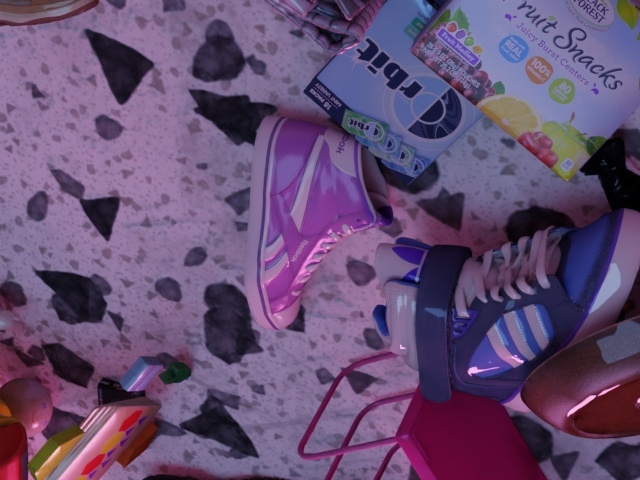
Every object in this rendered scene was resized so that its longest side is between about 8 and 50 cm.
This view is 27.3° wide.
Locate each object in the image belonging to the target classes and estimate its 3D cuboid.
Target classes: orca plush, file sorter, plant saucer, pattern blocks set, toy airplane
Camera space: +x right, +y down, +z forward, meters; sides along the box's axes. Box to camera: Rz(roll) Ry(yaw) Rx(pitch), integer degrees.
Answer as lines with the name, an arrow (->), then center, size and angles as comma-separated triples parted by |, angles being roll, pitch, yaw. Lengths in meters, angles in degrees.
orca plush -> 0.392, 0.006, 1.355 | 0.287, 0.102, 0.151 | 46, 128, -11
file sorter -> 0.130, 0.294, 1.604 | 0.182, 0.202, 0.291 | -18, 114, 33
plant saucer -> 0.365, 0.143, 1.370 | 0.310, 0.050, 0.310 | -11, 155, -5
pattern blocks set -> -0.300, 0.276, 1.726 | 0.026, 0.285, 0.325 | 43, 89, 17
toy airplane -> -0.516, 0.251, 1.847 | 0.386, 0.272, 0.384 | -53, 55, 47

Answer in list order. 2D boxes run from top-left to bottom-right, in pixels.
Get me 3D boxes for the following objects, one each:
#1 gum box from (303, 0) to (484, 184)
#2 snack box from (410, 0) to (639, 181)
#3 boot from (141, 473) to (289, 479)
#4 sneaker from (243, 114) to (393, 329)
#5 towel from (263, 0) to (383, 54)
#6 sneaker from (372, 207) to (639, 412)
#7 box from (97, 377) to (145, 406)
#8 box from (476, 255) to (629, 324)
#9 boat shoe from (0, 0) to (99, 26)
gum box -> 0.097, -0.170, 1.400 | 0.157, 0.041, 0.184 | 41, 128, -7
snack box -> 0.221, -0.191, 1.287 | 0.207, 0.070, 0.174 | 39, 110, -7
boot -> -0.104, 0.447, 1.886 | 0.338, 0.118, 0.223 | 7, 133, 24
sneaker -> 0.000, 0.000, 1.524 | 0.161, 0.102, 0.282 | 12, 126, 12
towel -> -0.035, -0.326, 1.230 | 0.283, 0.235, 0.121 | 37, 123, -4
sneaker -> 0.175, 0.046, 1.396 | 0.236, 0.130, 0.323 | 25, 138, -2
box -> -0.280, 0.238, 1.858 | 0.067, 0.018, 0.083 | 15, 127, 14
box -> 0.252, 0.088, 1.511 | 0.179, 0.043, 0.105 | 20, 129, 12
boat shoe -> -0.341, -0.284, 1.499 | 0.190, 0.068, 0.072 | -2, 110, 25
